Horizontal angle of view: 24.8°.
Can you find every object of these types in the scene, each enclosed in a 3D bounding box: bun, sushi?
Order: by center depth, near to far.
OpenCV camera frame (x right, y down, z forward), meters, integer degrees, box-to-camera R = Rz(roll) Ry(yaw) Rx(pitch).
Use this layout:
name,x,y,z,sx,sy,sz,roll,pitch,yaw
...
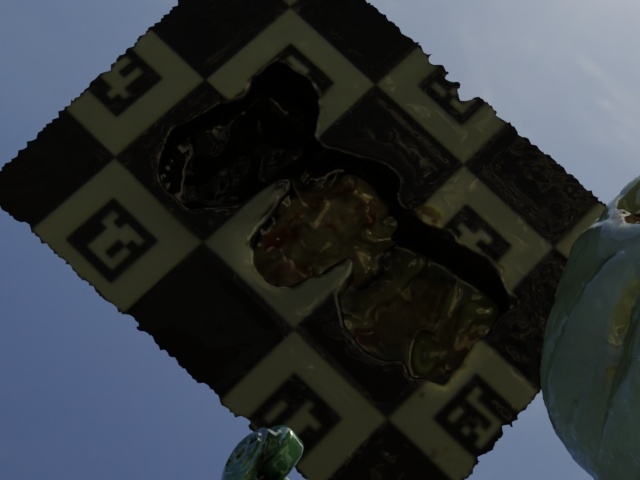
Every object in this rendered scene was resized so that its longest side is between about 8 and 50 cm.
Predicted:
name,x,y,z,sx,sy,sz,roll,pitch,yaw
bun,0.176,0.027,0.614,0.118,0.195,0.195,55,-146,-21
sushi,0.000,0.000,1.031,0.373,0.100,0.296,41,-110,8

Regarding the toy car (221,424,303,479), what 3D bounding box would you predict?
name,x,y,z,sx,sy,sz,roll,pitch,yaw
toy car,0.002,0.116,0.497,0.073,0.054,0.143,41,180,-18
